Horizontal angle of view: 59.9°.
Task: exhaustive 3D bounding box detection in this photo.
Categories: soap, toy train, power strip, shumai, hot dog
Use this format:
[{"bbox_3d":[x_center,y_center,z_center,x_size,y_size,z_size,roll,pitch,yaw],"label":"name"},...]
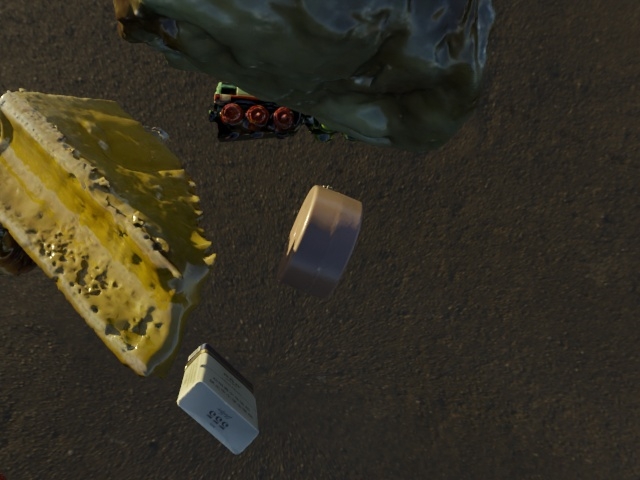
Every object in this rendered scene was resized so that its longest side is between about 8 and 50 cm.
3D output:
[{"bbox_3d":[-0.206,-0.018,0.710,0.339,0.304,0.169,43,111,14],"label":"soap"},{"bbox_3d":[-0.011,-0.160,0.684,0.250,0.053,0.085,-1,78,-9],"label":"toy train"},{"bbox_3d":[0.000,0.000,0.786,0.078,0.154,0.154,22,75,-7],"label":"power strip"},{"bbox_3d":[-0.037,-0.197,0.491,0.263,0.309,0.304,-19,95,-22],"label":"shumai"},{"bbox_3d":[-0.448,-0.024,0.824,0.082,0.270,0.162,13,79,-17],"label":"hot dog"}]

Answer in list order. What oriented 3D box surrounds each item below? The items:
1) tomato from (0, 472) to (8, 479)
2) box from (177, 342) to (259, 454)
[{"bbox_3d":[-0.598,0.480,0.808,0.325,0.290,0.293,39,83,-7],"label":"tomato"},{"bbox_3d":[-0.214,0.324,1.178,0.071,0.259,0.168,-46,100,-3],"label":"box"}]
